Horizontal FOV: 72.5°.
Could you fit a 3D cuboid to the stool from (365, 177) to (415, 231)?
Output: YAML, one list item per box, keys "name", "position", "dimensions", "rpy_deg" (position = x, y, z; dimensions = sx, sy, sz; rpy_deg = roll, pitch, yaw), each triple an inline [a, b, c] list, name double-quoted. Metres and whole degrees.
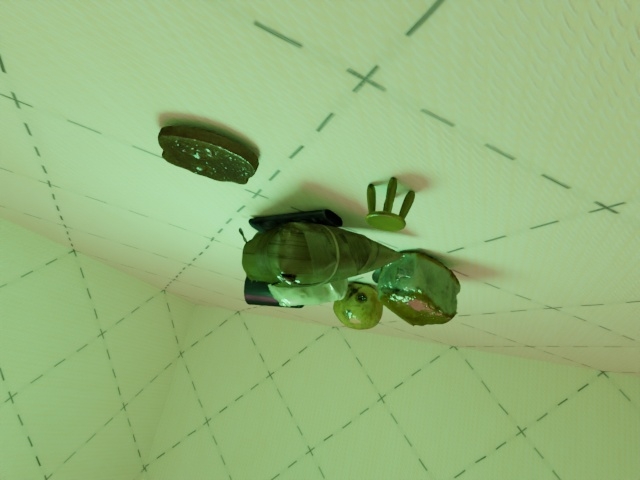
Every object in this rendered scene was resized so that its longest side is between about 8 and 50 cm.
- name: "stool"
  position: [0.186, -0.095, 1.198]
  dimensions: [0.134, 0.111, 0.135]
  rpy_deg: [12, 162, 8]

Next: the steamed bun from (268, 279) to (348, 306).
- name: "steamed bun"
  position: [-0.062, 0.152, 1.872]
  dimensions: [0.351, 0.248, 0.339]
  rpy_deg: [-7, 177, -16]

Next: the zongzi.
- name: "zongzi"
  position: [-0.029, 0.074, 1.579]
  dimensions: [0.466, 0.218, 0.500]
  rpy_deg: [10, 171, -29]

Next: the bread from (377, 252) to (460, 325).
- name: "bread"
  position: [0.372, 0.179, 1.679]
  dimensions: [0.279, 0.225, 0.250]
  rpy_deg: [31, 150, -17]

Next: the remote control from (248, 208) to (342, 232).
- name: "remote control"
  position: [-0.099, -0.064, 1.572]
  dimensions: [0.377, 0.044, 0.107]
  rpy_deg: [-3, 160, 39]

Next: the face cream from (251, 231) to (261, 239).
- name: "face cream"
  position: [-0.148, 0.035, 1.723]
  dimensions: [0.284, 0.139, 0.067]
  rpy_deg: [6, 150, 25]

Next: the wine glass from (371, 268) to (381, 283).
- name: "wine glass"
  position: [0.300, 0.181, 1.968]
  dimensions: [0.073, 0.074, 0.155]
  rpy_deg: [-3, 158, 38]

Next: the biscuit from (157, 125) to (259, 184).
- name: "biscuit"
  position: [-0.308, -0.236, 1.213]
  dimensions: [0.272, 0.049, 0.257]
  rpy_deg: [18, 163, -10]

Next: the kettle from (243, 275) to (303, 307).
- name: "kettle"
  position: [-0.233, 0.231, 2.341]
  dimensions: [0.307, 0.262, 0.203]
  rpy_deg: [4, -165, 15]

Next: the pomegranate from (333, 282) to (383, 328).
- name: "pomegranate"
  position: [0.194, 0.339, 2.225]
  dimensions: [0.260, 0.261, 0.260]
  rpy_deg: [12, 161, 4]
